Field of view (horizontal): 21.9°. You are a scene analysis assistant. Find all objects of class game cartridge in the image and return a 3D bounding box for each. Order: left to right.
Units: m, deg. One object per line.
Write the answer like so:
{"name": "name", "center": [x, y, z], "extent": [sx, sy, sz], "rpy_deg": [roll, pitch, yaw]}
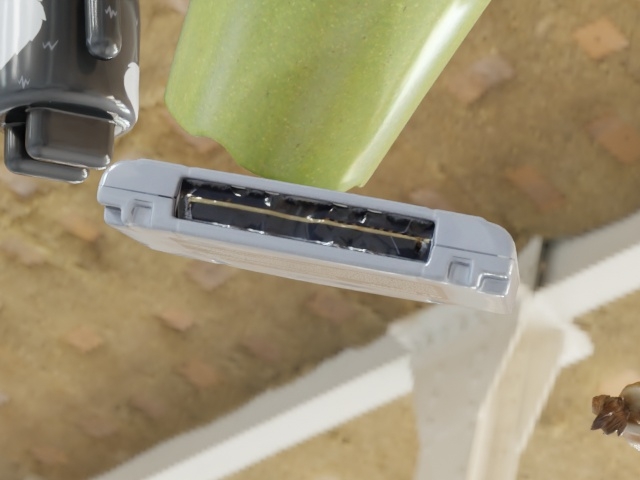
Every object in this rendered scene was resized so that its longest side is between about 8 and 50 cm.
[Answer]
{"name": "game cartridge", "center": [0.000, 0.000, 1.218], "extent": [0.294, 0.060, 0.196], "rpy_deg": [10, -10, 9]}

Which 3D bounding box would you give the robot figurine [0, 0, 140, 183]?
{"name": "robot figurine", "center": [-0.285, -0.208, 1.803], "extent": [0.209, 0.278, 0.173], "rpy_deg": [-5, -16, 17]}

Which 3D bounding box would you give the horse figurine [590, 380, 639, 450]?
{"name": "horse figurine", "center": [0.332, 0.173, 1.427], "extent": [0.263, 0.066, 0.174], "rpy_deg": [22, -9, -18]}

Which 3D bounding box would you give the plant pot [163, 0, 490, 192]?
{"name": "plant pot", "center": [0.005, -0.186, 1.292], "extent": [0.276, 0.276, 0.254], "rpy_deg": [24, -69, -8]}
